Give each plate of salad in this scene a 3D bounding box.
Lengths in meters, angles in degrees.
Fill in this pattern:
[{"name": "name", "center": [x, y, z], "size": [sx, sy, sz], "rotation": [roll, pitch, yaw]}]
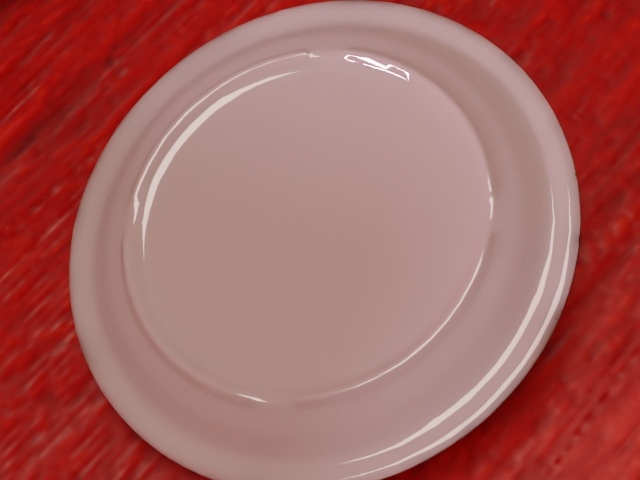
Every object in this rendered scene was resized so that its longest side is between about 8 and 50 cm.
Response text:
[{"name": "plate of salad", "center": [0.000, 0.000, 0.570], "size": [0.200, 0.048, 0.199], "rotation": [-7, 66, 16]}]
